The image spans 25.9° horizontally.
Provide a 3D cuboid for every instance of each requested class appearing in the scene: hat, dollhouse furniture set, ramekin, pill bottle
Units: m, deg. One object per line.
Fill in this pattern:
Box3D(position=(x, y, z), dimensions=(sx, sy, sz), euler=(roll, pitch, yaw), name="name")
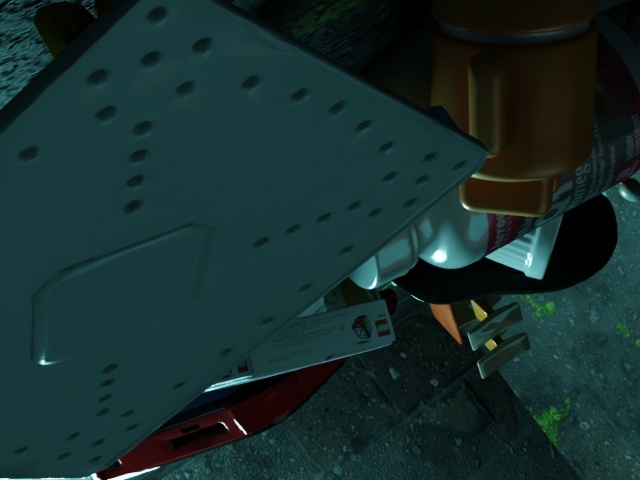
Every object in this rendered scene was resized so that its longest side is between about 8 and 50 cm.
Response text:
Box3D(position=(0.214, -0.055, 1.791), dimensions=(0.331, 0.331, 0.134), euler=(-32, 129, -32), name="hat")
Box3D(position=(0.174, 0.062, 2.128), dimensions=(0.135, 0.262, 0.259), euler=(-34, 138, -10), name="dollhouse furniture set")
Box3D(position=(0.231, -0.069, 1.596), dimensions=(0.207, 0.109, 0.207), euler=(16, 90, -83), name="ramekin")
Box3D(position=(0.150, -0.081, 1.314), dimensions=(0.318, 0.176, 0.176), euler=(-28, 170, -18), name="pill bottle")

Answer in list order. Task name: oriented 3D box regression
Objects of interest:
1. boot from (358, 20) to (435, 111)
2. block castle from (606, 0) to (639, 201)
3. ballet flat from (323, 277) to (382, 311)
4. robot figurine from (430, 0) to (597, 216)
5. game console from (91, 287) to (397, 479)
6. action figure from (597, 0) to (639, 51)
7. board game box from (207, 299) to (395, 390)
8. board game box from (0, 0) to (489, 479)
Box3D(position=(0.014, -0.093, 1.069), dimensions=(0.269, 0.089, 0.236), euler=(-41, 165, -26), name="boot")
Box3D(position=(0.545, -0.262, 1.891), dimensions=(0.453, 0.213, 0.303), euler=(-33, 171, -21), name="block castle")
Box3D(position=(0.032, 0.066, 1.767), dimensions=(0.073, 0.080, 0.232), euler=(-23, -155, -1), name="ballet flat")
Box3D(position=(0.146, -0.130, 1.054), dimensions=(0.158, 0.128, 0.219), euler=(-18, 119, -29), name="robot figurine")
Box3D(position=(-0.115, 0.188, 1.850), dimensions=(0.386, 0.060, 0.342), euler=(-23, -169, 37), name="game console")
Box3D(position=(0.427, -0.310, 1.464), dimensions=(0.275, 0.248, 0.370), euler=(6, 149, -5), name="action figure")
Box3D(position=(-0.088, 0.131, 1.532), dimensions=(0.193, 0.053, 0.305), euler=(-10, 174, -40), name="board game box")
Box3D(position=(-0.128, 0.015, 0.825), dimensions=(0.390, 0.050, 0.390), euler=(-39, 156, 18), name="board game box")
